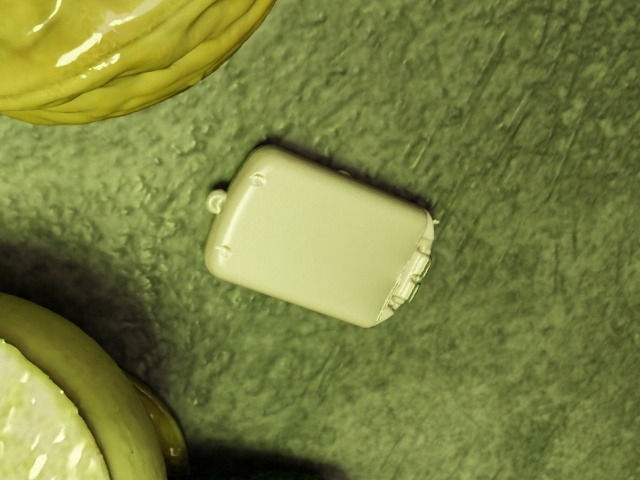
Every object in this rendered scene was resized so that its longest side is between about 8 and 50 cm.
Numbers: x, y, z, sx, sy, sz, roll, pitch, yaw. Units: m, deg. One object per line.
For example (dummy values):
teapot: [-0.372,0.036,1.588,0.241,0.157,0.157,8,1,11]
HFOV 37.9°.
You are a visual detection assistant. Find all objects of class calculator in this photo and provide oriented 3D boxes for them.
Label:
calculator: [0.000,0.000,0.645,0.175,0.032,0.100,21,104,-24]

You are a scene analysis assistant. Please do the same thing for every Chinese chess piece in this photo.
Chinese chess piece: [-0.224,0.159,0.538,0.270,0.112,0.269,0,92,3]

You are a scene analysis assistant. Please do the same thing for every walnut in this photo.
walnut: [-0.120,-0.158,0.443,0.228,0.228,0.227,-7,114,-16]

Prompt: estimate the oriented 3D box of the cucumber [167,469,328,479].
cucumber: [-0.064,0.195,0.671,0.187,0.058,0.058,11,109,-40]

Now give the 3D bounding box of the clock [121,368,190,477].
clock: [-0.204,0.188,0.646,0.237,0.057,0.237,-7,115,-15]
